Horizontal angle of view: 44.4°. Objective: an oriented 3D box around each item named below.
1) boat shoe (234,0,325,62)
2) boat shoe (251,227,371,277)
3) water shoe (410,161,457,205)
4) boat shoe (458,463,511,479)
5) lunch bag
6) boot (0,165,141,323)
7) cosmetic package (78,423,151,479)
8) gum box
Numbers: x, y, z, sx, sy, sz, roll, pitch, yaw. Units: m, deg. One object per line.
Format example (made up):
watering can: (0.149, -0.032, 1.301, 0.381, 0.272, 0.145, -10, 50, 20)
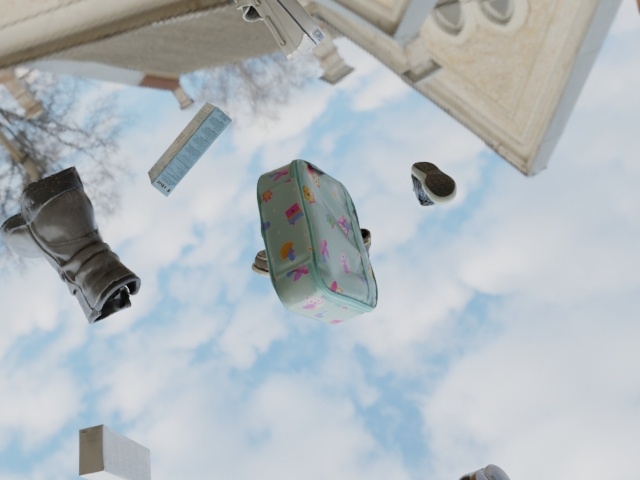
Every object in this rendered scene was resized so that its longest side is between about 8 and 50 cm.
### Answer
boat shoe: (-0.103, -0.414, 1.344, 0.088, 0.096, 0.267, -42, -100, 9)
boat shoe: (-0.016, 0.027, 1.881, 0.324, 0.097, 0.116, -4, -153, -32)
water shoe: (0.251, -0.108, 1.732, 0.072, 0.080, 0.203, -5, -153, -6)
boat shoe: (0.286, 0.446, 1.402, 0.073, 0.207, 0.073, -39, -122, 18)
lunch bag: (0.000, 0.000, 1.379, 0.107, 0.224, 0.279, -25, -118, 28)
boot: (-0.405, 0.039, 1.261, 0.118, 0.223, 0.338, -30, 180, -26)
cosmetic package: (-0.436, 0.474, 1.676, 0.060, 0.239, 0.099, -15, -120, 6)
gum box: (-0.250, -0.175, 1.481, 0.184, 0.041, 0.157, -49, -160, 0)
